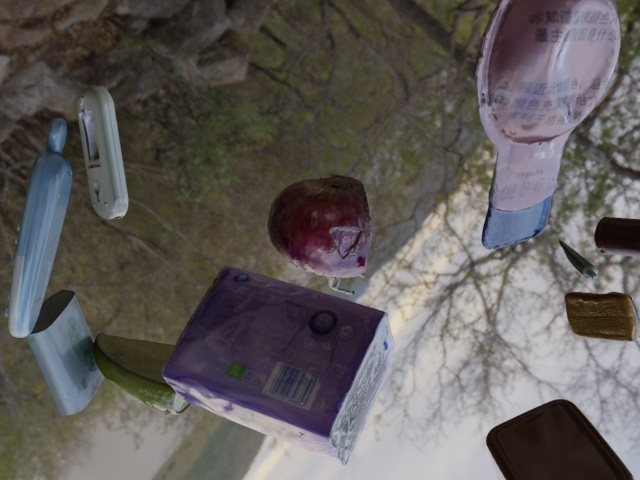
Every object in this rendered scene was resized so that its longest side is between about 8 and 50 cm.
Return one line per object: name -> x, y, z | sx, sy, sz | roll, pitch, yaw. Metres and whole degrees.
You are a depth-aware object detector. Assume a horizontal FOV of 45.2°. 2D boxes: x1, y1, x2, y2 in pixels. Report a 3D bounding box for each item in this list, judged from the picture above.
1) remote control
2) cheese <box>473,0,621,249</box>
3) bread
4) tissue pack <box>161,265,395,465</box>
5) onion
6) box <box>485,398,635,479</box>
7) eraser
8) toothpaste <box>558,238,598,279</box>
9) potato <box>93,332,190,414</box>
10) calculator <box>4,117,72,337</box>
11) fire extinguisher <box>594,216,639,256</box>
remote control -> -0.362, -0.143, 1.268 | 0.078, 0.222, 0.042 | 0, -171, 43
cheese -> 0.198, -0.126, 0.690 | 0.189, 0.074, 0.286 | -14, 120, -32
bread -> 0.655, 0.171, 1.770 | 0.077, 0.116, 0.200 | -12, -177, -26
tissue pack -> -0.069, 0.207, 1.326 | 0.242, 0.338, 0.160 | -60, 151, -28
onion -> -0.005, -0.028, 1.741 | 0.256, 0.230, 0.273 | 126, -29, -83
box -> 0.526, 0.538, 1.638 | 0.239, 0.229, 0.339 | -24, -155, 0
eraser -> -0.576, 0.252, 1.742 | 0.081, 0.227, 0.174 | -6, -153, 15
toothpaste -> 0.576, 0.048, 1.718 | 0.034, 0.057, 0.197 | -36, -164, 9
potato -> -0.413, 0.301, 1.793 | 0.269, 0.255, 0.112 | -39, 146, -76
calculator -> -0.379, -0.019, 1.044 | 0.188, 0.042, 0.303 | -177, -80, -78
fire extinguisher -> 0.788, -0.007, 1.802 | 0.269, 0.105, 0.105 | 8, -128, 50
